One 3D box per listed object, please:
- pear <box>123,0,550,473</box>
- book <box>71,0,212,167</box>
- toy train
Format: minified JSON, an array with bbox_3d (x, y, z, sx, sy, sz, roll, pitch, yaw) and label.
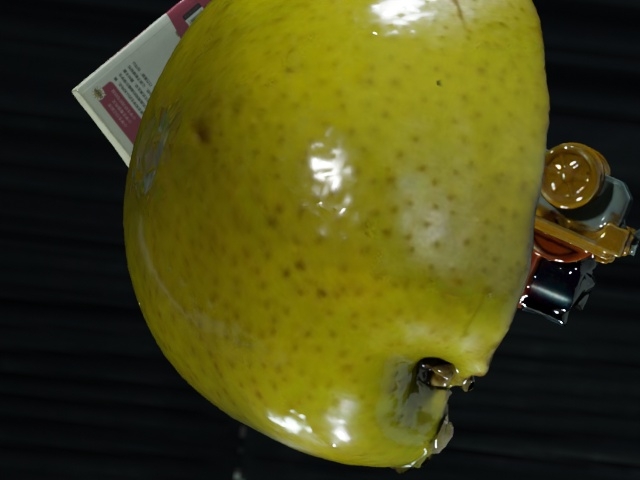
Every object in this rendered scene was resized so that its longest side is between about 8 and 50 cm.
[{"bbox_3d":[-0.018,-0.050,1.105,0.340,0.191,0.386,-60,29,30],"label":"pear"},{"bbox_3d":[-0.176,-0.187,2.097,0.232,0.162,0.022,-44,16,-27],"label":"book"},{"bbox_3d":[0.184,-0.039,1.965,0.232,0.369,0.163,-67,-12,7],"label":"toy train"}]
